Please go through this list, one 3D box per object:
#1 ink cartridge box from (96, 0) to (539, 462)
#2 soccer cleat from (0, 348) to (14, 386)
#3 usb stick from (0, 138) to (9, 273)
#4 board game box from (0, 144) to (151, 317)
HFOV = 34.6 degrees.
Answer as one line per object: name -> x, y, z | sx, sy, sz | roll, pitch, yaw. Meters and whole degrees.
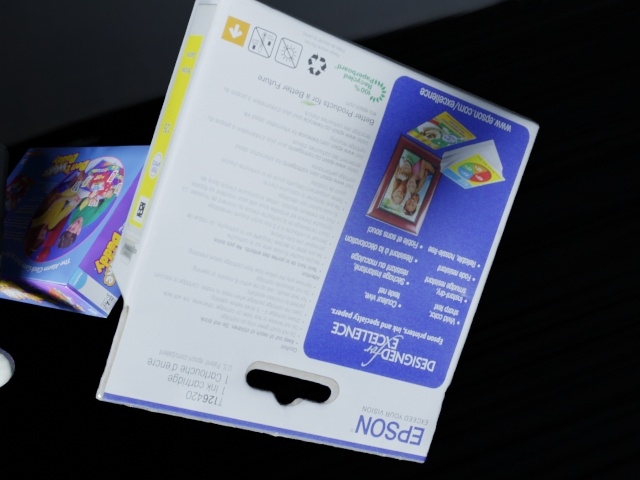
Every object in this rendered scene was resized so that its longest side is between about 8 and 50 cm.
ink cartridge box -> 0.000, 0.000, 0.816 | 0.072, 0.304, 0.307 | 25, 96, 60
soccer cleat -> -0.471, 0.151, 1.238 | 0.076, 0.196, 0.068 | 88, -176, -66
usb stick -> -0.299, 0.046, 0.886 | 0.077, 0.045, 0.278 | 157, 116, -68
board game box -> -0.370, -0.023, 1.481 | 0.347, 0.233, 0.078 | 5, 148, 45
